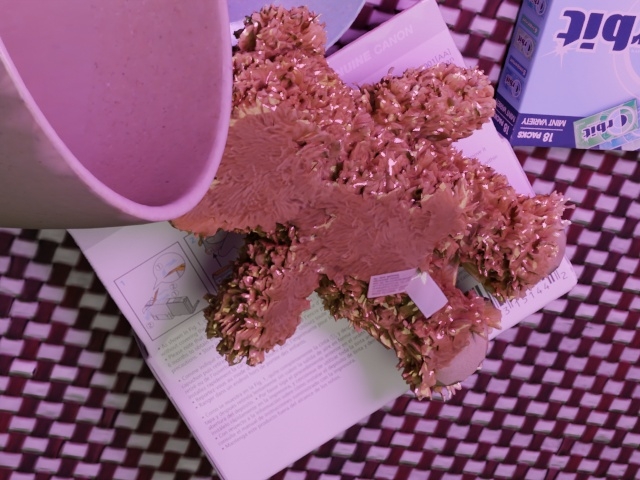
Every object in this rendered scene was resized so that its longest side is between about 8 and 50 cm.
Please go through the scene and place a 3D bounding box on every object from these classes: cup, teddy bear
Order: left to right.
[{"bbox_3d":[-0.222,-0.146,1.054,0.237,0.331,0.331,-14,131,20],"label":"cup"},{"bbox_3d":[0.025,-0.022,1.287,0.338,0.113,0.245,13,114,-31],"label":"teddy bear"}]

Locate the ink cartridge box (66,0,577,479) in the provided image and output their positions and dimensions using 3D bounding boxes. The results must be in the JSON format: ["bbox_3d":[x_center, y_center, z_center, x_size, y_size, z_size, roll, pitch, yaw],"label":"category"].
[{"bbox_3d":[0.000,0.000,1.371,0.296,0.066,0.261,-31,118,-4],"label":"ink cartridge box"}]

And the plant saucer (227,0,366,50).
[{"bbox_3d":[-0.055,-0.190,1.244,0.195,0.037,0.195,-12,124,-18],"label":"plant saucer"}]

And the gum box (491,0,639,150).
[{"bbox_3d":[0.217,-0.154,1.389,0.157,0.041,0.184,1,119,-25],"label":"gum box"}]
